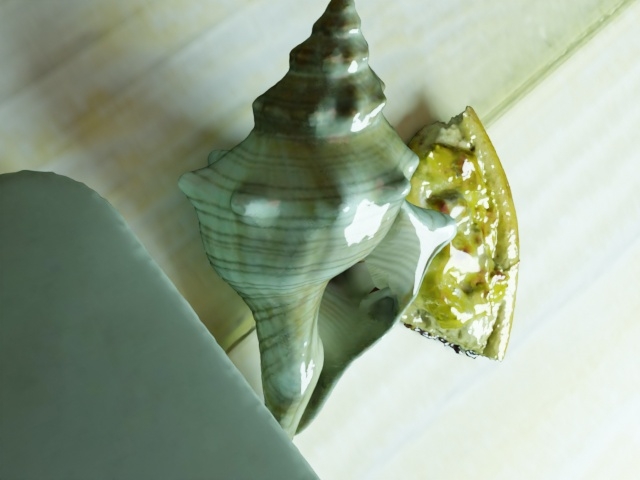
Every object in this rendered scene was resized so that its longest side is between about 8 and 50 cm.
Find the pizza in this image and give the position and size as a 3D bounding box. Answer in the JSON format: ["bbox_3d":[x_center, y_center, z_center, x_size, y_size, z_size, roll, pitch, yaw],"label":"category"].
[{"bbox_3d":[0.078,0.003,0.586,0.099,0.035,0.160,-15,100,-28],"label":"pizza"}]

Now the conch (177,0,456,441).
[{"bbox_3d":[0.000,-0.013,0.509,0.137,0.114,0.234,-23,140,-17],"label":"conch"}]

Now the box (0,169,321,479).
[{"bbox_3d":[-0.147,0.198,0.369,0.367,0.090,0.373,-34,81,-24],"label":"box"}]
